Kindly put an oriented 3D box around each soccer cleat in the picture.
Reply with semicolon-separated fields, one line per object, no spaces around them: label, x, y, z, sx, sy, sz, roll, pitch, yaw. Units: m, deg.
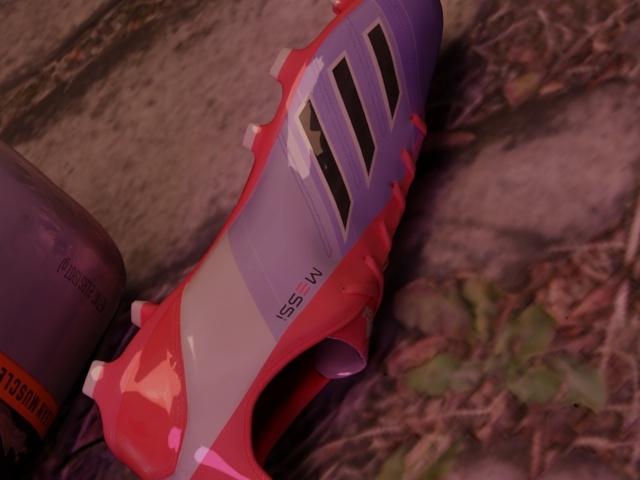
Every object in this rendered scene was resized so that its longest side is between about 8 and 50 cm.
soccer cleat;0.000;0.000;0.820;0.095;0.083;0.248;25;69;19

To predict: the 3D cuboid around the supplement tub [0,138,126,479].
supplement tub;-0.246;0.102;0.840;0.207;0.207;0.338;13;67;46
